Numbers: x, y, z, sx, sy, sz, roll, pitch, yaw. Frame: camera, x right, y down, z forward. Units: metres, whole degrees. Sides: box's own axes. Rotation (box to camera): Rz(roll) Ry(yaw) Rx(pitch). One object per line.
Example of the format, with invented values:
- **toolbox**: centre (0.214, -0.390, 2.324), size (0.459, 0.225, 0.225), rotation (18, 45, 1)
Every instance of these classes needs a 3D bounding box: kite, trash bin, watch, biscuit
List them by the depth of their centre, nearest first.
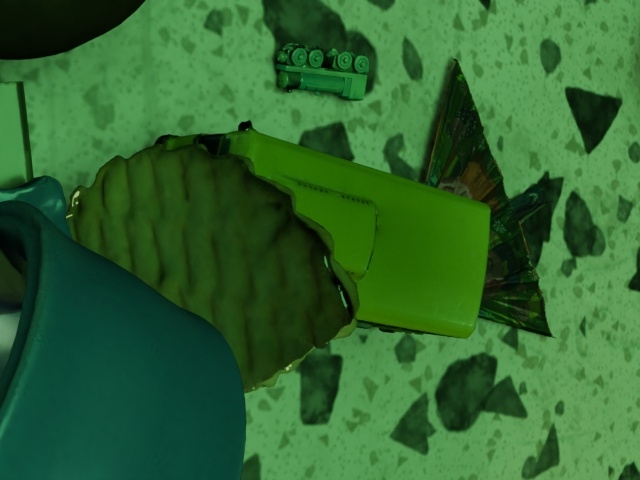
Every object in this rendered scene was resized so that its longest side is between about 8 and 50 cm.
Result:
- **watch**: centre (-0.162, 0.088, 0.474), size (0.241, 0.274, 0.305), rotation (35, 60, -36)
- **biscuit**: centre (-0.106, 0.033, 0.586), size (0.036, 0.273, 0.187), rotation (-11, 74, -59)
- **trash bin**: centre (-0.232, -0.059, 0.606), size (0.060, 0.043, 0.092), rotation (-11, 99, -34)
- **kite**: centre (0.149, -0.011, 0.879), size (0.234, 0.016, 0.321), rotation (-32, 106, -32)

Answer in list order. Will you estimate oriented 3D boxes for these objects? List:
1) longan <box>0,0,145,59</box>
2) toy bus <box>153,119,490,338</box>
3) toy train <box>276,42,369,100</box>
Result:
- **longan**: centre (-0.191, -0.233, 0.540), size (0.246, 0.215, 0.246), rotation (32, 50, -48)
- **toy bus**: centre (0.000, 0.000, 0.697), size (0.262, 0.150, 0.128), rotation (13, 83, -35)
- **toy train**: centre (0.001, -0.148, 0.776), size (0.092, 0.029, 0.045), rotation (0, 105, -31)
